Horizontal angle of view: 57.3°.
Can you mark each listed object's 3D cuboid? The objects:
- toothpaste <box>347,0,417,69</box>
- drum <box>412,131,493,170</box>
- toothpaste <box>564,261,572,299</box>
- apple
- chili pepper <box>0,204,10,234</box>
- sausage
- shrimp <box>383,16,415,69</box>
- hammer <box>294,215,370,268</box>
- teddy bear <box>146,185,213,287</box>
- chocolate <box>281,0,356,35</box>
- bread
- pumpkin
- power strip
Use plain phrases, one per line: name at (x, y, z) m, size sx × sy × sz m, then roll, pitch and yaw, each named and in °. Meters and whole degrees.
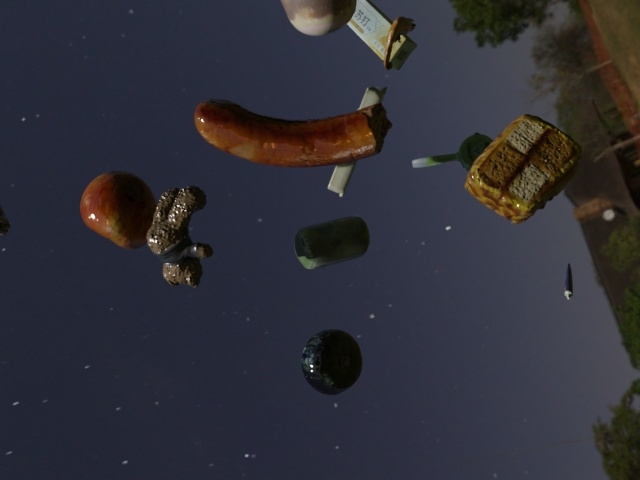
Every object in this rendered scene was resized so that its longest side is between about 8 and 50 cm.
toothpaste at (0.122, -0.579, 1.540) m, size 0.071 × 0.089 × 0.313 m, roll -4°, pitch -131°, yaw -50°
drum at (0.422, -0.240, 1.809) m, size 0.049 × 0.253 × 0.130 m, roll 36°, pitch -148°, yaw -73°
toothpaste at (0.702, 0.118, 1.653) m, size 0.037 × 0.021 × 0.140 m, roll 64°, pitch -146°, yaw -29°
apple at (-0.496, -0.076, 1.461) m, size 0.195 × 0.160 × 0.173 m, roll 32°, pitch -121°, yaw -17°
chili pepper at (-0.629, -0.047, 1.121) m, size 0.153 × 0.041 × 0.050 m, roll 37°, pitch 177°, yaw 41°
sausage at (-0.044, -0.161, 0.889) m, size 0.076 × 0.302 × 0.102 m, roll -69°, pitch -20°, yaw -63°
shrimp at (0.118, -0.304, 0.901) m, size 0.023 × 0.083 × 0.114 m, roll 24°, pitch -147°, yaw 13°
hammer at (0.000, 0.000, 1.674) m, size 0.206 × 0.335 × 0.119 m, roll -12°, pitch -84°, yaw -16°
teddy bear at (-0.349, -0.005, 1.397) m, size 0.129 × 0.182 × 0.251 m, roll -16°, pitch -71°, yaw -41°
chocolate at (-0.001, -0.460, 1.092) m, size 0.221 × 0.221 × 0.147 m, roll -63°, pitch -43°, yaw -53°
bread at (0.435, -0.152, 1.258) m, size 0.181 × 0.222 × 0.096 m, roll 42°, pitch 170°, yaw 13°
pumpkin at (0.041, 0.428, 2.062) m, size 0.233 × 0.163 × 0.233 m, roll 7°, pitch -100°, yaw -43°
power strip at (0.082, -0.232, 1.349) m, size 0.046 × 0.270 × 0.118 m, roll 23°, pitch -165°, yaw 3°
